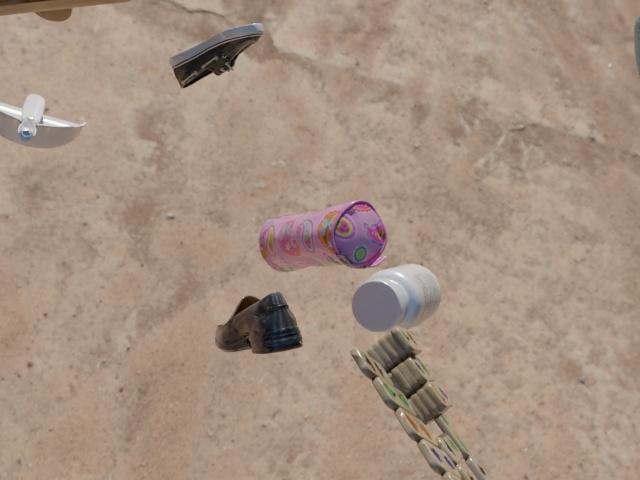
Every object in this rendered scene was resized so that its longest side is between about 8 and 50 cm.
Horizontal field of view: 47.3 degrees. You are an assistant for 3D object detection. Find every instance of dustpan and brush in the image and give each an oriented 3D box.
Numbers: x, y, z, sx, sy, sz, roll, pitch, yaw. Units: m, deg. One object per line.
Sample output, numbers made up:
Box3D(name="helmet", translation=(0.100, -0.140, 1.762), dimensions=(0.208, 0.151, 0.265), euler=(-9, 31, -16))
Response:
Box3D(name="dustpan and brush", translation=(-0.393, -0.159, 0.990), dimensions=(0.147, 0.060, 0.211), euler=(14, 28, -22))

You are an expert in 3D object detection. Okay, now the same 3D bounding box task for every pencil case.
Box3D(name="pencil case", translation=(0.000, 0.000, 1.305), dimensions=(0.124, 0.284, 0.124), euler=(2, 86, -33))

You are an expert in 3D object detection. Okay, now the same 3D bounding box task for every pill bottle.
Box3D(name="pill bottle", translation=(0.154, 0.121, 1.497), dimensions=(0.131, 0.131, 0.229), euler=(41, 19, 18))

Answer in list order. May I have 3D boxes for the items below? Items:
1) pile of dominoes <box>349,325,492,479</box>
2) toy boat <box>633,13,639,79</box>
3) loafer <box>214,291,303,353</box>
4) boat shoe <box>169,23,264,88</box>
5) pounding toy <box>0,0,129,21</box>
Box3D(name="pile of dominoes", translation=(0.133, 0.189, 0.667), dimensions=(0.251, 0.040, 0.196), euler=(53, 7, 19))
Box3D(name="toy boat", translation=(0.328, -0.180, 0.489), dimensions=(0.148, 0.318, 0.267), euler=(-10, 30, -27))
Box3D(name="loafer", translation=(-0.072, 0.090, 0.808), dimensions=(0.062, 0.170, 0.061), euler=(-7, 86, -33))
Box3D(name="boat shoe", translation=(-0.197, -0.362, 1.443), dimensions=(0.078, 0.220, 0.070), euler=(-25, 97, -60))
Box3D(name="pounding toy", translation=(-0.226, -0.201, 0.514), dimensions=(0.181, 0.206, 0.094), euler=(-4, 72, 6))
